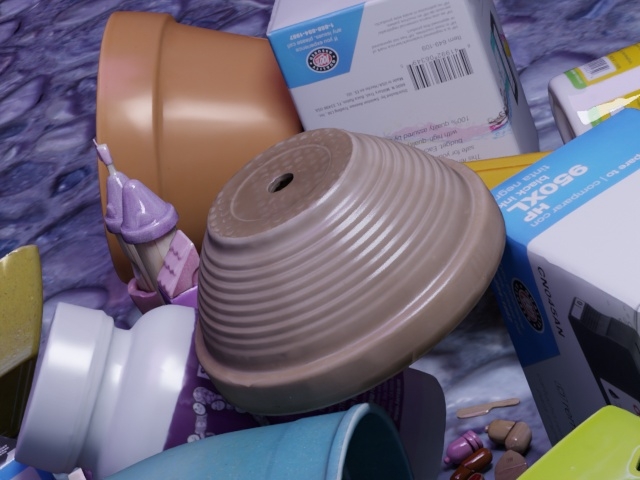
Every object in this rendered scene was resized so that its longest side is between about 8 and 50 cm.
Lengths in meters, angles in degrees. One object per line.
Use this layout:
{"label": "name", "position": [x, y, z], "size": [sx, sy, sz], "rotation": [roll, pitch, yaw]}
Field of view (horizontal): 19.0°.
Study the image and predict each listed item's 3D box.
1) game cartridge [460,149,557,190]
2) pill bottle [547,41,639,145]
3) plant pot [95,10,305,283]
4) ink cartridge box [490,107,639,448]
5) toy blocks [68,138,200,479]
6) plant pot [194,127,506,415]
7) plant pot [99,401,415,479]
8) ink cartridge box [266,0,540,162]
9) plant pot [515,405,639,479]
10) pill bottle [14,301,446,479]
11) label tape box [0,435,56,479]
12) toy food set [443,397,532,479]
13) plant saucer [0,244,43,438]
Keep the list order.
{"label": "game cartridge", "position": [0.192, -0.034, 1.701], "size": [0.324, 0.052, 0.285], "rotation": [-3, -8, 30]}
{"label": "pill bottle", "position": [0.357, -0.138, 1.855], "size": [0.246, 0.136, 0.136], "rotation": [-22, 27, 1]}
{"label": "plant pot", "position": [-0.112, -0.102, 2.025], "size": [0.203, 0.291, 0.291], "rotation": [-2, 29, 3]}
{"label": "ink cartridge box", "position": [0.294, 0.109, 1.279], "size": [0.166, 0.285, 0.395], "rotation": [-30, 27, -14]}
{"label": "toy blocks", "position": [-0.132, 0.066, 1.715], "size": [0.309, 0.260, 0.288], "rotation": [-28, 28, -12]}
{"label": "plant pot", "position": [0.000, 0.000, 1.317], "size": [0.237, 0.109, 0.237], "rotation": [-25, 30, 15]}
{"label": "plant pot", "position": [-0.075, 0.253, 1.276], "size": [0.255, 0.271, 0.271], "rotation": [-6, 30, 15]}
{"label": "ink cartridge box", "position": [0.091, -0.154, 1.939], "size": [0.198, 0.270, 0.197], "rotation": [-15, 26, 13]}
{"label": "plant pot", "position": [0.198, 0.269, 1.137], "size": [0.227, 0.228, 0.207], "rotation": [-37, 36, -28]}
{"label": "pill bottle", "position": [-0.070, 0.145, 1.447], "size": [0.302, 0.169, 0.169], "rotation": [15, 27, -8]}
{"label": "label tape box", "position": [-0.364, 0.265, 1.603], "size": [0.241, 0.106, 0.334], "rotation": [-35, 15, -23]}
{"label": "toy food set", "position": [0.136, 0.182, 1.566], "size": [0.078, 0.019, 0.122], "rotation": [-13, 36, 19]}
{"label": "plant saucer", "position": [-0.383, 0.175, 1.759], "size": [0.333, 0.081, 0.333], "rotation": [-35, -11, -23]}
